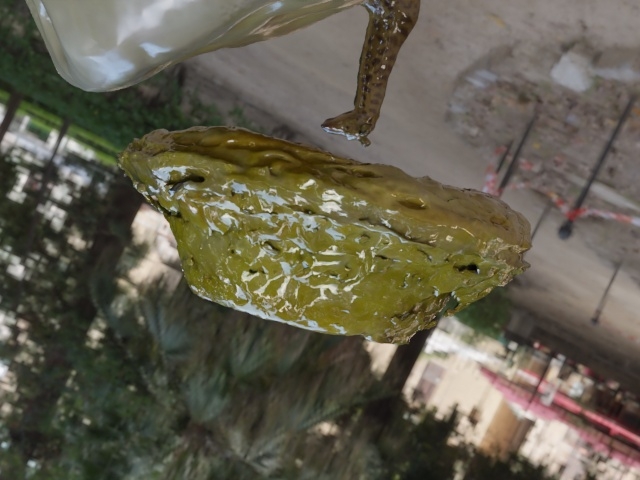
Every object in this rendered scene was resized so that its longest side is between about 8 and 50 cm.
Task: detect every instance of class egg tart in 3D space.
[{"bbox_3d":[0.000,0.000,0.697,0.294,0.123,0.294,11,-178,0],"label":"egg tart"}]

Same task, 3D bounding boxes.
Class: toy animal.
[{"bbox_3d":[0.045,-0.231,0.950,0.149,0.276,0.054,-15,-172,-2],"label":"toy animal"}]

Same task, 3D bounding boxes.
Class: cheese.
[{"bbox_3d":[-0.065,-0.161,0.561,0.218,0.117,0.235,-26,-167,-39],"label":"cheese"}]
